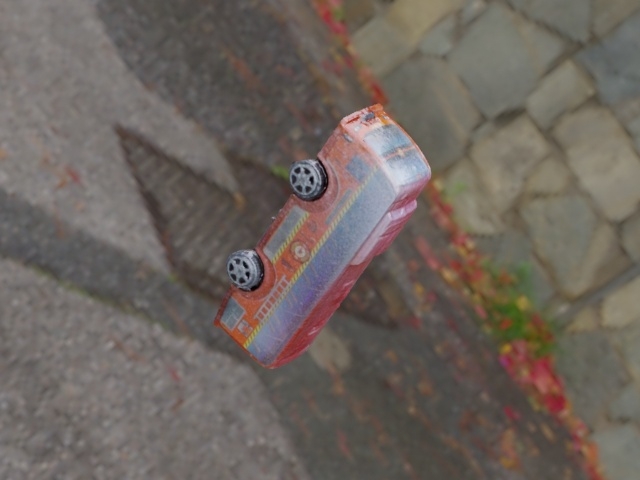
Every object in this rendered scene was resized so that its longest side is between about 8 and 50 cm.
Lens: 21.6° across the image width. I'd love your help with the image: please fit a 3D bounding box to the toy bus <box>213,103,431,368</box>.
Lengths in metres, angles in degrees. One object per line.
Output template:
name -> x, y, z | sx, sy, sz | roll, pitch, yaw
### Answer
toy bus -> 0.000, 0.000, 1.121 | 0.077, 0.192, 0.065 | 43, 33, 13
